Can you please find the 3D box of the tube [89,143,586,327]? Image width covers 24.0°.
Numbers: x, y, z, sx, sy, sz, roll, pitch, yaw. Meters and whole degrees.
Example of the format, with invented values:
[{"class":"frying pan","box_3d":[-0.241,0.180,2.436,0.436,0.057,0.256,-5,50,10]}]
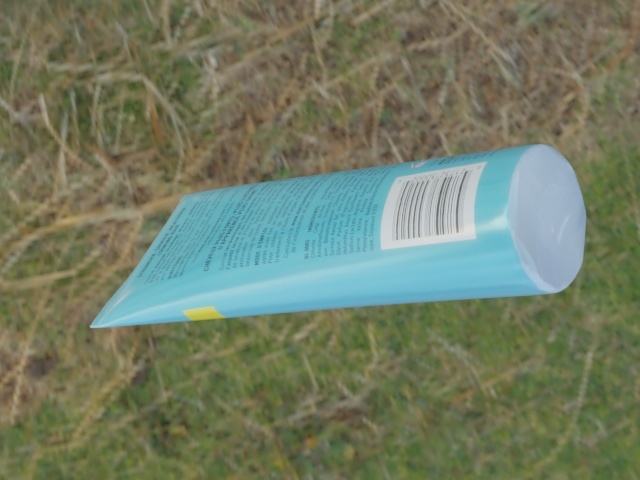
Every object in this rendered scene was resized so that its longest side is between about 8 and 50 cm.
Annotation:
[{"class":"tube","box_3d":[0.000,0.000,0.586,0.207,0.080,0.052,-5,125,39]}]
